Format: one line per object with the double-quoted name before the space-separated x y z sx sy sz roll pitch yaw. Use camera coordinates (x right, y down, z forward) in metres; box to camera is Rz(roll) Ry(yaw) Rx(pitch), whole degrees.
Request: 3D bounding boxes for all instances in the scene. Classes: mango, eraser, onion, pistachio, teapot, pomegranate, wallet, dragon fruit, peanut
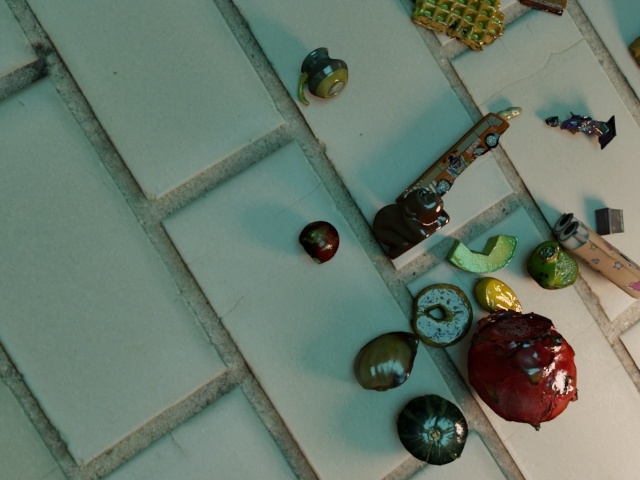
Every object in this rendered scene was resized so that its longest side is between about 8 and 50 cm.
"mango" 0.524 0.173 1.628 0.187 0.066 0.101 36 72 -9
"eraser" 0.843 0.045 1.653 0.290 0.171 0.087 35 113 -4
"onion" 0.000 0.000 1.537 0.118 0.118 0.117 -42 77 -11
"pistachio" 0.190 0.332 1.530 0.210 0.130 0.165 -41 52 -11
"teapot" -0.001 -0.467 1.590 0.166 0.130 0.119 -40 75 20
"pomegranate" 0.668 0.071 1.629 0.169 0.122 0.143 24 69 -34
"wallet" 0.729 -0.836 1.779 0.161 0.042 0.195 15 82 -7
"dragon fruit" 0.544 0.341 1.496 0.296 0.295 0.301 -36 110 -11
"peanut" 0.585 -0.392 1.711 0.083 0.037 0.037 -17 87 -13

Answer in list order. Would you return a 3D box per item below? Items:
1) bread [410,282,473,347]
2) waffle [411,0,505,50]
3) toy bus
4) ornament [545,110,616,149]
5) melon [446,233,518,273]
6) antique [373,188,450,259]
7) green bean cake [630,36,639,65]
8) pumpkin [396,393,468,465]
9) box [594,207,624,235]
"bread" 0.351 0.216 1.598 0.193 0.064 0.193 0 83 -3
"waffle" 0.433 -0.711 1.707 0.309 0.065 0.283 -23 88 -10
"toy bus" 0.395 -0.223 1.635 0.409 0.093 0.092 -43 89 -12
"ornament" 0.809 -0.365 1.728 0.203 0.088 0.081 17 62 4
"melon" 0.475 0.040 1.636 0.210 0.064 0.118 2 85 -7
"antique" 0.241 -0.054 1.516 0.121 0.257 0.143 -29 85 -29
"green bean cake" 1.153 -0.618 1.781 0.224 0.131 0.229 -36 91 -12
"pumpkin" 0.306 0.515 1.513 0.190 0.146 0.190 1 86 -8
"box" 0.900 -0.057 1.719 0.063 0.060 0.084 1 83 -17
